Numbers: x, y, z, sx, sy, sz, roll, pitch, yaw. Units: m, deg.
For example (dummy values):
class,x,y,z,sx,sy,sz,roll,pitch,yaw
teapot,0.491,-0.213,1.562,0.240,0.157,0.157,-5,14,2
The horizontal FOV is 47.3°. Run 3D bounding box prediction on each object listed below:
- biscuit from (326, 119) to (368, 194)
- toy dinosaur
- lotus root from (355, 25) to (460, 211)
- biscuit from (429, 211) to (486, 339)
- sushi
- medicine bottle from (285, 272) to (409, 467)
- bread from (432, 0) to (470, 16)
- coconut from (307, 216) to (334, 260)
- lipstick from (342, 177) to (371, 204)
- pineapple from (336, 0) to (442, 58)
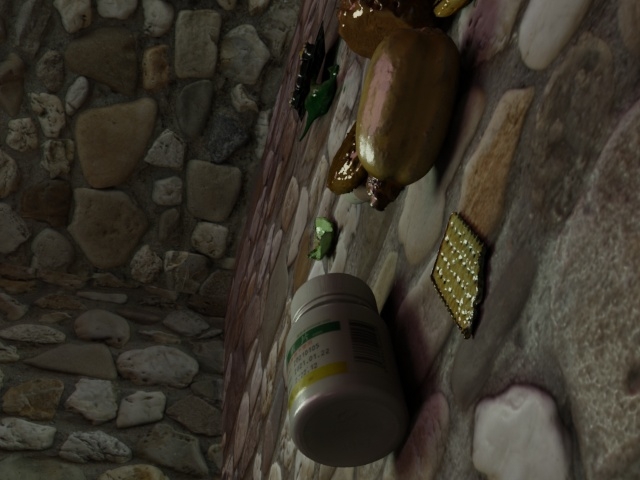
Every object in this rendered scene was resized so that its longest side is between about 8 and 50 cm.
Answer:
class,x,y,z,sx,sy,sz,roll,pitch,yaw
biscuit,0.097,-0.224,1.607,0.296,0.075,0.296,-54,10,14
toy dinosaur,0.000,-0.436,2.370,0.300,0.087,0.447,-94,17,-47
lotus root,0.151,-0.220,1.335,0.151,0.169,0.342,-103,25,-74
biscuit,0.221,0.046,1.157,0.203,0.016,0.143,-109,32,-67
sushi,-0.057,-0.577,2.514,0.292,0.059,0.293,68,-139,-83
medicine bottle,0.038,0.229,1.373,0.339,0.208,0.208,-99,23,-55
bread,0.252,-0.459,1.361,0.072,0.053,0.106,-59,9,-18
coconut,0.005,-0.002,2.053,0.158,0.055,0.133,-96,20,-56
lipstick,0.113,-0.125,1.644,0.254,0.070,0.070,170,110,-76
pineapple,0.169,-0.558,1.513,0.223,0.223,0.357,137,152,-69
